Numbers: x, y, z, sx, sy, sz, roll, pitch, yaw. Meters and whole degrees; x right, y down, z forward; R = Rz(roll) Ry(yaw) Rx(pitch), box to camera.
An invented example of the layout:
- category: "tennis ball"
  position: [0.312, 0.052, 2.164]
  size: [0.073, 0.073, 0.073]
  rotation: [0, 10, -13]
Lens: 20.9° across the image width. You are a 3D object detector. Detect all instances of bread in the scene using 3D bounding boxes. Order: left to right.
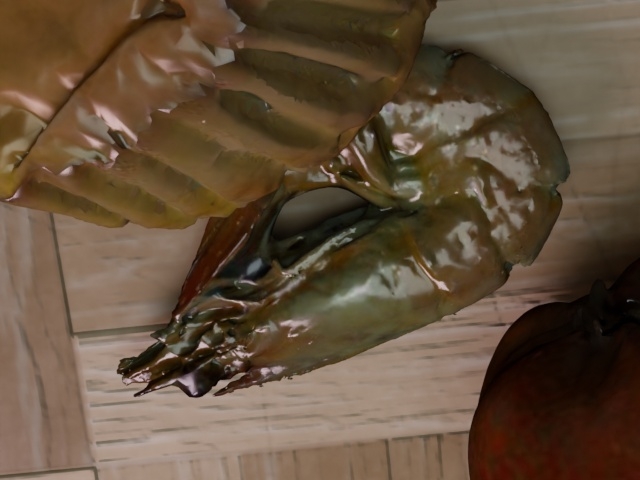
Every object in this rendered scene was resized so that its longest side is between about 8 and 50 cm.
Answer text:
- category: "bread"
  position: [-0.086, -0.133, 0.770]
  size: [0.274, 0.149, 0.274]
  rotation: [2, 97, 15]

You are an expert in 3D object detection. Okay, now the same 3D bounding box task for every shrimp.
- category: "shrimp"
  position: [0.000, 0.000, 0.903]
  size: [0.267, 0.061, 0.145]
  rotation: [-33, 100, 15]

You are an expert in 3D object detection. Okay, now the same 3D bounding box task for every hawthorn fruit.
- category: "hawthorn fruit"
  position: [0.194, 0.133, 0.878]
  size: [0.208, 0.208, 0.248]
  rotation: [-27, 100, 10]
